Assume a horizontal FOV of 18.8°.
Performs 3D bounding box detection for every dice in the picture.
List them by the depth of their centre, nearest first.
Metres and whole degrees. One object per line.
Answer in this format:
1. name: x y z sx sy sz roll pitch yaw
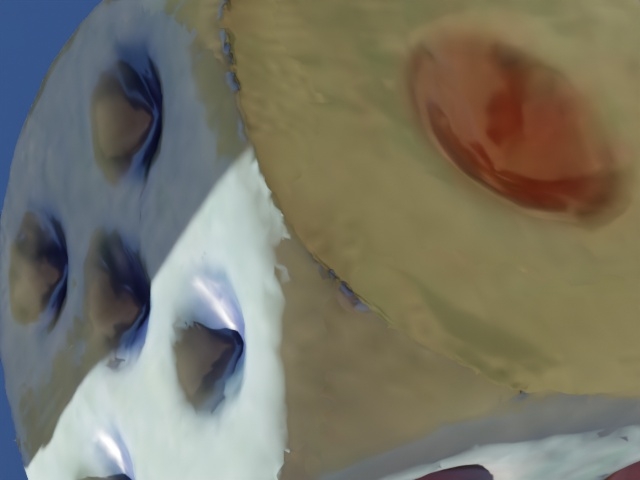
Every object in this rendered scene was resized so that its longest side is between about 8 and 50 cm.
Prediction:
1. dice: 0.026 0.027 0.862 0.268 0.262 0.264 -2 -124 -33
